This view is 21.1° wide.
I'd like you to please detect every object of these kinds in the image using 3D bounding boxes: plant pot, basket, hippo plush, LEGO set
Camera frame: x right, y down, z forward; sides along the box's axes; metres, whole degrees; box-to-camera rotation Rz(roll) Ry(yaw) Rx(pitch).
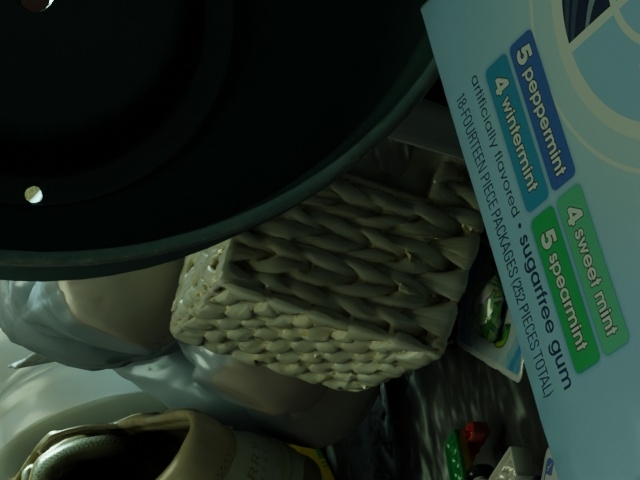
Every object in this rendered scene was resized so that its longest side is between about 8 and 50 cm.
[{"bbox_3d":[-0.101,-0.113,0.608,0.196,0.293,0.293,129,133,-73],"label":"plant pot"},{"bbox_3d":[0.000,0.000,0.763,0.167,0.113,0.103,138,150,-73],"label":"basket"},{"bbox_3d":[-0.063,-0.026,0.980,0.294,0.234,0.236,-2,64,55],"label":"hippo plush"},{"bbox_3d":[0.089,0.095,0.698,0.244,0.060,0.182,-150,68,-72],"label":"LEGO set"}]

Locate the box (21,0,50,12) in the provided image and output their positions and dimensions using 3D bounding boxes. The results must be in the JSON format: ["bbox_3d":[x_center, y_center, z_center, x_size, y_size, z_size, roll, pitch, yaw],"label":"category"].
[{"bbox_3d":[-0.078,-0.206,0.815,0.203,0.167,0.168,98,-162,-48],"label":"box"}]

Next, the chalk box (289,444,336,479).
[{"bbox_3d":[-0.050,0.255,1.113,0.132,0.132,0.213,-121,27,-60],"label":"chalk box"}]

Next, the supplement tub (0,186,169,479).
[{"bbox_3d":[-0.155,0.007,1.223,0.228,0.228,0.316,107,154,-59],"label":"supplement tub"}]

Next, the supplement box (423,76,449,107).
[{"bbox_3d":[0.028,-0.098,0.788,0.083,0.056,0.083,158,106,-76],"label":"supplement box"}]

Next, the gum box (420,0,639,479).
[{"bbox_3d":[0.105,-0.037,0.405,0.184,0.041,0.157,-44,53,50],"label":"gum box"}]

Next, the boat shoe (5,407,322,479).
[{"bbox_3d":[-0.128,0.147,0.996,0.302,0.098,0.109,-15,45,50],"label":"boat shoe"}]
